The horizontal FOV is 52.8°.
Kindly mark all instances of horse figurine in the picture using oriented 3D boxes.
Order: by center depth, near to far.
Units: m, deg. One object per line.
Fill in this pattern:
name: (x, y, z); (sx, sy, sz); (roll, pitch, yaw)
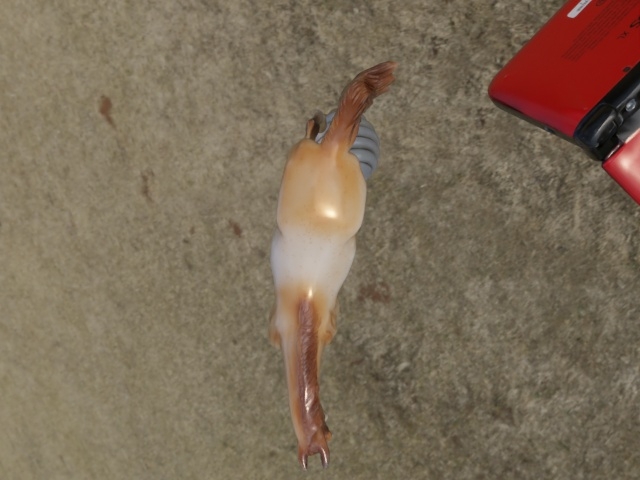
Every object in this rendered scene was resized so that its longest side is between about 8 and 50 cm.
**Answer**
horse figurine: (0.000, 0.000, 0.464); (0.066, 0.174, 0.263); (11, 105, 0)

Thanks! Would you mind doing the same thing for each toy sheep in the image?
toy sheep: (0.033, -0.108, 0.789); (0.091, 0.091, 0.132); (-50, 48, 49)

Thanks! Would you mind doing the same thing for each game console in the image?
game console: (0.179, -0.082, 0.308); (0.085, 0.144, 0.124); (41, -175, -34)
